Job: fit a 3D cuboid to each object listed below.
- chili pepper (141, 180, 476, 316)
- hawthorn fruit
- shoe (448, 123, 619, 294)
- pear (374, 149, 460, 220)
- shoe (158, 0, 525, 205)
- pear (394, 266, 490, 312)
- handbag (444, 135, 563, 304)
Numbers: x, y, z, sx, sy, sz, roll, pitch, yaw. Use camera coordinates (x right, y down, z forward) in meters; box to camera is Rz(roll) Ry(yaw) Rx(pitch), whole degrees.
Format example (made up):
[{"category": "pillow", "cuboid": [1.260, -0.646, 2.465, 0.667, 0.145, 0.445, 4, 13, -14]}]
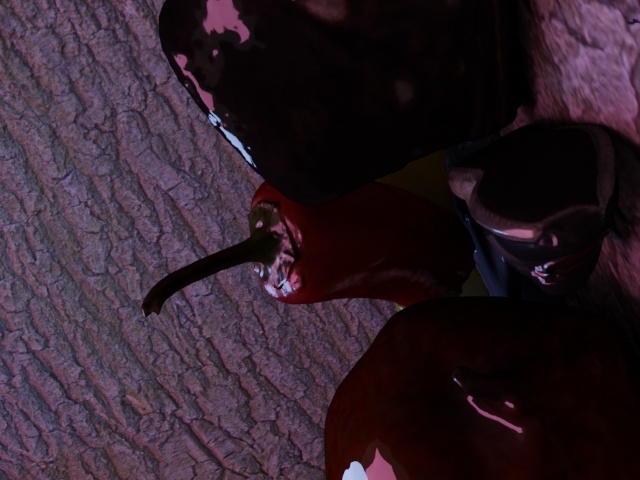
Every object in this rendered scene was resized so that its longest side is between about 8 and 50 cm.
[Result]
[{"category": "chili pepper", "cuboid": [0.000, -0.005, 0.679, 0.338, 0.131, 0.135, 8, -134, -38]}, {"category": "hawthorn fruit", "cuboid": [0.153, 0.178, 0.639, 0.308, 0.308, 0.325, -113, 32, -47]}, {"category": "shoe", "cuboid": [0.163, -0.016, 0.510, 0.112, 0.099, 0.227, 57, -172, -13]}, {"category": "pear", "cuboid": [0.096, -0.058, 0.946, 0.212, 0.212, 0.269, 62, -164, -48]}, {"category": "shoe", "cuboid": [-0.001, -0.181, 0.479, 0.384, 0.237, 0.171, 61, -176, -54]}, {"category": "pear", "cuboid": [0.226, 0.161, 1.104, 0.286, 0.176, 0.282, 69, 180, -49]}, {"category": "handbag", "cuboid": [0.191, -0.003, 0.768, 0.229, 0.062, 0.179, 62, -176, -58]}]
